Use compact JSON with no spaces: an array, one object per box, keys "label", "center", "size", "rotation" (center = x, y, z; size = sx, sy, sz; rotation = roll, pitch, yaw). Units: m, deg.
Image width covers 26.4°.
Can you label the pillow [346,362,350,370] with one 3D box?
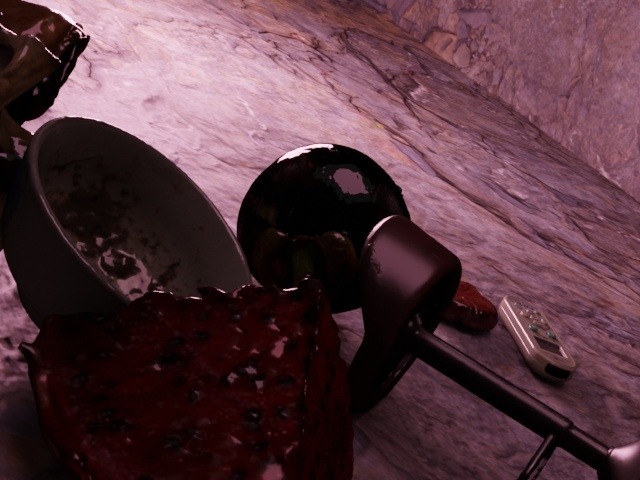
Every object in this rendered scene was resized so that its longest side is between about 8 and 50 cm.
[{"label":"pillow","center":[-0.067,0.110,1.616],"size":[0.233,0.038,0.131],"rotation":[33,16,14]}]

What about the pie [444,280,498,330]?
[{"label":"pie","center":[0.202,0.088,2.053],"size":[0.153,0.038,0.153],"rotation":[24,16,-8]}]

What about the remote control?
[{"label":"remote control","center":[0.324,0.149,2.060],"size":[0.078,0.042,0.221],"rotation":[22,20,-18]}]

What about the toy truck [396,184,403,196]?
[{"label":"toy truck","center":[0.064,-0.029,1.999],"size":[0.065,0.147,0.079],"rotation":[33,20,15]}]

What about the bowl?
[{"label":"bowl","center":[-0.222,0.025,1.408],"size":[0.289,0.146,0.289],"rotation":[38,25,-21]}]

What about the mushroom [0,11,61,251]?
[{"label":"mushroom","center":[-0.418,-0.097,1.415],"size":[0.217,0.292,0.212],"rotation":[14,-23,22]}]

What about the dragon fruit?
[{"label":"dragon fruit","center":[-0.112,0.223,1.185],"size":[0.286,0.228,0.329],"rotation":[-4,43,2]}]

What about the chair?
[{"label":"chair","center":[0.193,0.162,1.544],"size":[0.401,0.226,0.226],"rotation":[34,19,15]}]

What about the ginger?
[{"label":"ginger","center":[-0.423,-0.200,1.584],"size":[0.223,0.269,0.200],"rotation":[36,26,-14]}]

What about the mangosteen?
[{"label":"mangosteen","center":[0.000,0.000,1.734],"size":[0.228,0.228,0.265],"rotation":[27,32,-1]}]
